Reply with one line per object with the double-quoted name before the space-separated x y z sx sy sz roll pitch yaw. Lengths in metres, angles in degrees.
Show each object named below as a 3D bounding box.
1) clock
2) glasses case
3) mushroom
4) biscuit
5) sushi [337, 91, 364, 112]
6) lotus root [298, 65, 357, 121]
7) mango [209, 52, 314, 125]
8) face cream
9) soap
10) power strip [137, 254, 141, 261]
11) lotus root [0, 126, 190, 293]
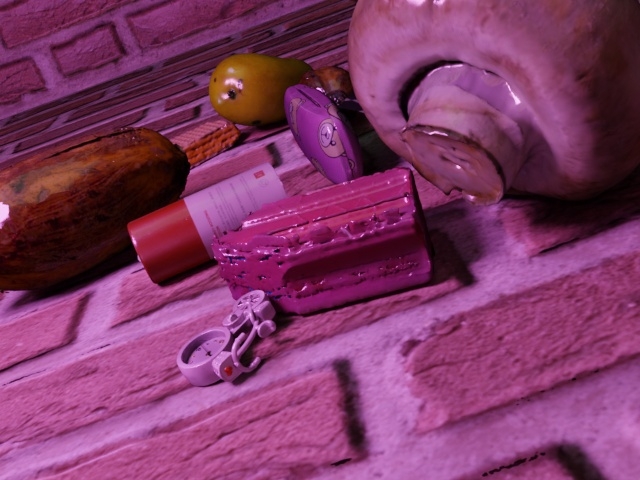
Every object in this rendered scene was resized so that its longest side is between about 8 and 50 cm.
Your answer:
"clock" -0.091 0.103 0.784 0.087 0.041 0.129 1 37 46
"glasses case" 0.000 -0.176 1.190 0.075 0.123 0.316 -23 24 -5
"mushroom" 0.192 -0.174 0.815 0.352 0.352 0.260 11 59 49
"biscuit" -0.329 -0.143 1.453 0.378 0.054 0.094 -33 28 -26
"sushi" 0.160 -0.190 1.148 0.231 0.047 0.220 14 27 11
"lotus root" 0.018 -0.268 1.384 0.120 0.120 0.209 -21 25 -2
"mango" -0.110 -0.321 1.539 0.175 0.143 0.293 26 30 26
"face cream" -0.151 -0.025 1.026 0.214 0.096 0.096 -24 25 -8
"soap" 0.000 0.000 0.858 0.249 0.099 0.162 -14 25 12
"power strip" -0.247 0.017 1.102 0.055 0.035 0.083 -27 39 -14
"lotus root" -0.376 -0.043 1.125 0.397 0.196 0.179 -28 60 -29
